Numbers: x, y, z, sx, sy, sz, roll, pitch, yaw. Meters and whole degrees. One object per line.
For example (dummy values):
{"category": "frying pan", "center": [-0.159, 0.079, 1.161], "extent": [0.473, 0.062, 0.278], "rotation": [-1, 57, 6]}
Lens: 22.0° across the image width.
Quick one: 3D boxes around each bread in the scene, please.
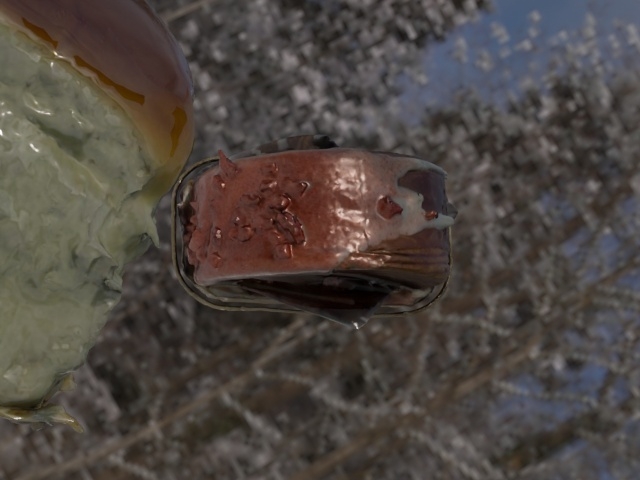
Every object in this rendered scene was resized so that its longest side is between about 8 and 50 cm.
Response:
{"category": "bread", "center": [-0.200, -0.068, 0.848], "extent": [0.250, 0.225, 0.279], "rotation": [24, 12, -18]}
{"category": "bread", "center": [0.000, 0.000, 1.260], "extent": [0.212, 0.224, 0.142], "rotation": [151, -61, -74]}
